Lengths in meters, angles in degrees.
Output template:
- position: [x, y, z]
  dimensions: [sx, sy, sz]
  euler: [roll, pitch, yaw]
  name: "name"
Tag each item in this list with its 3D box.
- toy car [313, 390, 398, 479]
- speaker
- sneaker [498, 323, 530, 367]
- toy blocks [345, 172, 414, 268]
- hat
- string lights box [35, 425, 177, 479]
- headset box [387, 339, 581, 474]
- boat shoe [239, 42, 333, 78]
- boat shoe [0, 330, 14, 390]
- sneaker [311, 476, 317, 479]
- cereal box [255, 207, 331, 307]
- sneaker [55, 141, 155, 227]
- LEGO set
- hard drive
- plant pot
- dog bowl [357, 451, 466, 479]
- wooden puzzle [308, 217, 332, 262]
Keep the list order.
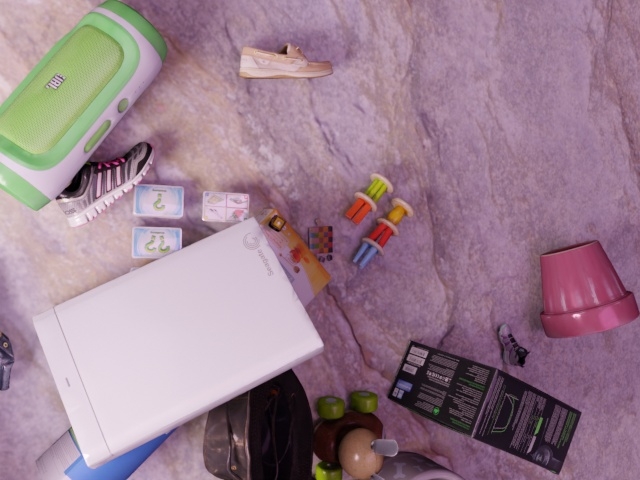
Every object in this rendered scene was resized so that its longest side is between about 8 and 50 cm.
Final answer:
- position: [0.084, 0.378, 1.218]
  dimensions: [0.149, 0.188, 0.155]
  euler: [-2, 97, -30]
  name: "toy car"
- position: [-0.345, -0.189, 0.938]
  dimensions: [0.131, 0.131, 0.296]
  euler: [42, 74, -27]
  name: "speaker"
- position: [0.429, 0.231, 1.475]
  dimensions: [0.038, 0.069, 0.098]
  euler: [-24, 107, -27]
  name: "sneaker"
- position: [0.093, -0.032, 1.257]
  dimensions: [0.123, 0.054, 0.148]
  euler: [46, 73, -27]
  name: "toy blocks"
- position: [-0.113, 0.329, 1.093]
  dimensions: [0.134, 0.331, 0.331]
  euler: [-9, 103, 12]
  name: "hat"
- position: [-0.293, 0.275, 1.015]
  dimensions: [0.260, 0.133, 0.077]
  euler: [-44, 113, -19]
  name: "string lights box"
- position: [0.323, 0.324, 1.322]
  dimensions: [0.283, 0.246, 0.131]
  euler: [29, 80, -31]
  name: "headset box"
- position: [-0.054, -0.302, 1.134]
  dimensions: [0.170, 0.063, 0.059]
  euler: [-8, 105, -29]
  name: "boat shoe"
- position: [-0.472, 0.126, 0.937]
  dimensions: [0.083, 0.065, 0.183]
  euler: [-1, 102, -32]
  name: "boat shoe"
- position: [-0.058, 0.478, 1.223]
  dimensions: [0.211, 0.080, 0.081]
  euler: [21, 110, -33]
  name: "sneaker"
- position: [-0.115, 0.086, 1.149]
  dimensions: [0.240, 0.047, 0.173]
  euler: [-47, 115, -18]
  name: "cereal box"
- position: [-0.321, -0.098, 0.997]
  dimensions: [0.170, 0.063, 0.075]
  euler: [-44, 121, -14]
  name: "sneaker"
- position: [-0.172, 0.007, 1.066]
  dimensions: [0.244, 0.060, 0.182]
  euler: [3, 86, -18]
  name: "LEGO set"
- position: [-0.203, 0.135, 0.974]
  dimensions: [0.353, 0.047, 0.233]
  euler: [-25, 69, -12]
  name: "hard drive"
- position: [0.572, 0.102, 1.487]
  dimensions: [0.201, 0.201, 0.180]
  euler: [-14, 88, -29]
  name: "plant pot"
- position: [0.192, 0.597, 1.313]
  dimensions: [0.349, 0.102, 0.349]
  euler: [6, 80, -34]
  name: "dog bowl"
- position: [0.000, 0.000, 1.232]
  dimensions: [0.049, 0.006, 0.083]
  euler: [-4, 98, -30]
  name: "wooden puzzle"
